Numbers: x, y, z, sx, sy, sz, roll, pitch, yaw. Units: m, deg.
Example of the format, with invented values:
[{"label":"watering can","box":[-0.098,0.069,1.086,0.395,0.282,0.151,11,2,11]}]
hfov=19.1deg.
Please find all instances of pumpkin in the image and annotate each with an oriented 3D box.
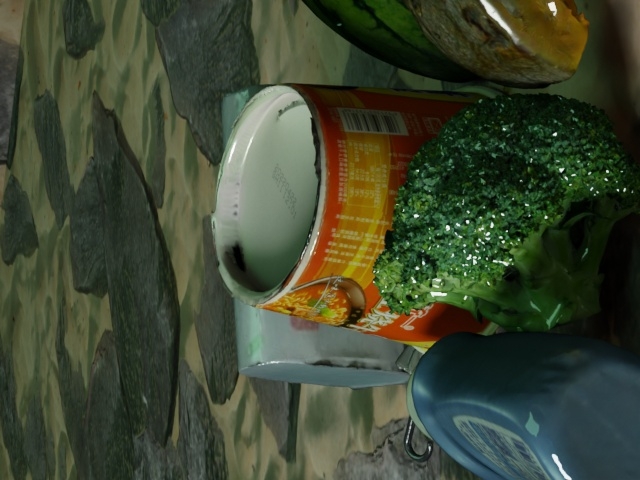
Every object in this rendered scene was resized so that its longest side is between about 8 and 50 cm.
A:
[{"label":"pumpkin","box":[0.129,-0.224,1.181,0.131,0.126,0.248,-145,75,-80]}]

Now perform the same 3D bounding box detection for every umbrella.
[{"label":"umbrella","box":[0.087,0.047,1.479,0.044,0.044,0.269,22,112,39]}]

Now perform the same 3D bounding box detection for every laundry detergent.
[{"label":"laundry detergent","box":[0.138,0.113,1.210,0.094,0.143,0.290,-54,16,-8]}]

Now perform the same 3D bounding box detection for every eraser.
[{"label":"eraser","box":[0.000,0.000,1.534,0.081,0.174,0.227,-17,72,40]}]

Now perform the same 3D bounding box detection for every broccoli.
[{"label":"broccoli","box":[0.120,-0.014,1.223,0.195,0.195,0.156,-3,106,70]}]

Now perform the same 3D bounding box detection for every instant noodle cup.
[{"label":"instant noodle cup","box":[0.031,-0.024,1.386,0.213,0.174,0.213,-22,64,56]}]

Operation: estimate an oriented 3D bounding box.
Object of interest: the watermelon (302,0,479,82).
[{"label":"watermelon","box":[0.038,-0.283,1.423,0.331,0.189,0.331,-174,90,-73]}]
